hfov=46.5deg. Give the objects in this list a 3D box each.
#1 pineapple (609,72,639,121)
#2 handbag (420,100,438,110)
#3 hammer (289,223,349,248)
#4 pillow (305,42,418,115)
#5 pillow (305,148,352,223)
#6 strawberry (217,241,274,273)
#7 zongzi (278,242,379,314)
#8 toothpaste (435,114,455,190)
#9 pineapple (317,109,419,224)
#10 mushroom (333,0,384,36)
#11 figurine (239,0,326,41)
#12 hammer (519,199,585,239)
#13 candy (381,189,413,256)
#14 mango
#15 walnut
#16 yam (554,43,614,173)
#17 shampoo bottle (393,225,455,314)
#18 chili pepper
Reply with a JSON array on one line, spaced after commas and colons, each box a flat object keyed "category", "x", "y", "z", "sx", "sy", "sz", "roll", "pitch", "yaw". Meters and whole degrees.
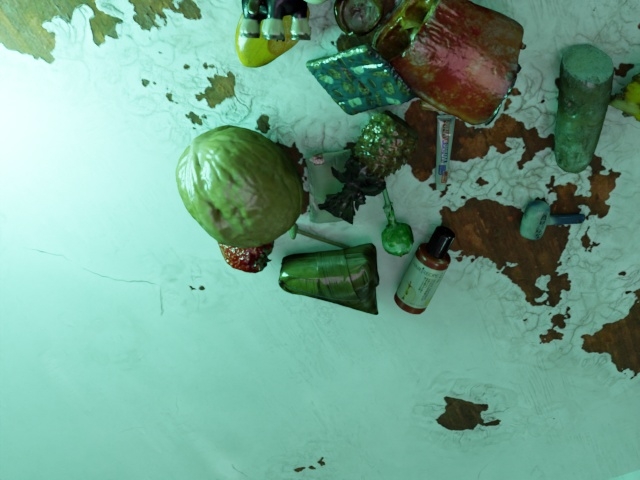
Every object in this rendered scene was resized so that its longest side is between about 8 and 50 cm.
[{"category": "pineapple", "x": 0.831, "y": -0.375, "z": 1.891, "sx": 0.250, "sy": 0.164, "sz": 0.139, "roll": 36, "pitch": 77, "yaw": -30}, {"category": "handbag", "x": 0.287, "y": -0.371, "z": 1.882, "sx": 0.061, "sy": 0.027, "sz": 0.083, "roll": 4, "pitch": 121, "yaw": -3}, {"category": "hammer", "x": 0.000, "y": 0.000, "z": 2.111, "sx": 0.195, "sy": 0.060, "sz": 0.028, "roll": 17, "pitch": 122, "yaw": -21}, {"category": "pillow", "x": 0.092, "y": -0.378, "z": 1.769, "sx": 0.189, "sy": 0.034, "sz": 0.256, "roll": 40, "pitch": 156, "yaw": -29}, {"category": "pillow", "x": 0.027, "y": -0.143, "z": 2.009, "sx": 0.128, "sy": 0.051, "sz": 0.229, "roll": -12, "pitch": 129, "yaw": -10}, {"category": "strawberry", "x": -0.208, "y": 0.024, "z": 2.078, "sx": 0.148, "sy": 0.131, "sz": 0.131, "roll": 16, "pitch": 129, "yaw": 21}, {"category": "zongzi", "x": 0.038, "y": 0.146, "z": 2.183, "sx": 0.286, "sy": 0.138, "sz": 0.300, "roll": -7, "pitch": 140, "yaw": 8}, {"category": "toothpaste", "x": 0.327, "y": -0.233, "z": 1.983, "sx": 0.052, "sy": 0.033, "sz": 0.218, "roll": -5, "pitch": 121, "yaw": -6}, {"category": "pineapple", "x": 0.112, "y": -0.184, "z": 1.911, "sx": 0.170, "sy": 0.141, "sz": 0.310, "roll": 22, "pitch": 113, "yaw": -40}, {"category": "mushroom", "x": 0.088, "y": -0.535, "z": 1.732, "sx": 0.123, "sy": 0.052, "sz": 0.123, "roll": -6, "pitch": 132, "yaw": -6}, {"category": "figurine", "x": -0.089, "y": -0.600, "z": 1.498, "sx": 0.241, "sy": 0.411, "sz": 0.306, "roll": -7, "pitch": 170, "yaw": -23}, {"category": "hammer", "x": 0.667, "y": -0.060, "z": 2.118, "sx": 0.194, "sy": 0.069, "sz": 0.116, "roll": -2, "pitch": 126, "yaw": -13}, {"category": "candy", "x": 0.185, "y": -0.098, "z": 2.051, "sx": 0.097, "sy": 0.097, "sz": 0.323, "roll": -15, "pitch": 117, "yaw": 6}, {"category": "mango", "x": -0.120, "y": -0.491, "z": 1.722, "sx": 0.141, "sy": 0.102, "sz": 0.217, "roll": 10, "pitch": 131, "yaw": -40}, {"category": "walnut", "x": -0.204, "y": -0.136, "z": 1.858, "sx": 0.333, "sy": 0.332, "sz": 0.332, "roll": -2, "pitch": 126, "yaw": -3}, {"category": "yam", "x": 0.657, "y": -0.318, "z": 1.889, "sx": 0.133, "sy": 0.133, "sz": 0.330, "roll": -5, "pitch": 127, "yaw": -1}, {"category": "shampoo bottle", "x": 0.309, "y": 0.081, "z": 2.160, "sx": 0.104, "sy": 0.104, "sz": 0.278, "roll": 13, "pitch": 123, "yaw": -13}, {"category": "chili pepper", "x": 0.301, "y": -0.435, "z": 1.719, "sx": 0.306, "sy": 0.229, "sz": 0.251, "roll": 22, "pitch": 135, "yaw": -19}]
